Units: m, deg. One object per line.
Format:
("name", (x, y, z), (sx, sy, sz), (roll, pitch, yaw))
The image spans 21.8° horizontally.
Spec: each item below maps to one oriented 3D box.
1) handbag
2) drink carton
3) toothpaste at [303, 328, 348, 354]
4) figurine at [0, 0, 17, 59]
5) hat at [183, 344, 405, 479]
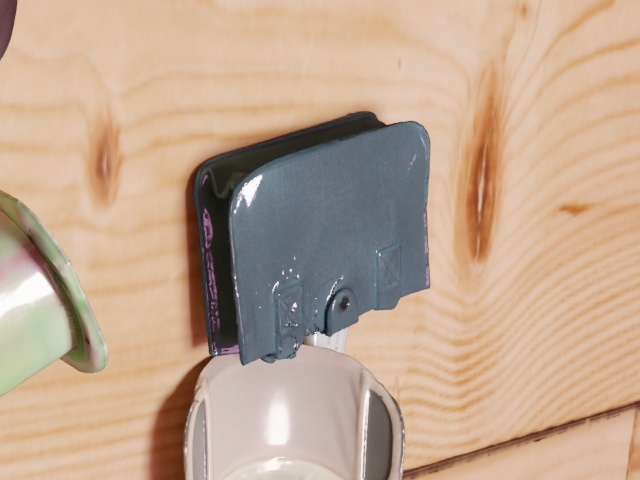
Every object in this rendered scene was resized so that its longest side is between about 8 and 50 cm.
("handbag", (0.000, 0.000, 1.358), (0.229, 0.062, 0.179), (-19, 111, -42))
("drink carton", (-0.241, 0.057, 1.082), (0.142, 0.144, 0.146), (-35, 126, -27))
("toothpaste", (-0.005, 0.147, 1.437), (0.052, 0.033, 0.218), (6, 96, -43))
("figurine", (-0.326, -0.120, 0.911), (0.365, 0.218, 0.206), (-39, 173, -9))
("hat", (-0.046, 0.207, 1.378), (0.219, 0.164, 0.226), (2, 61, -21))
